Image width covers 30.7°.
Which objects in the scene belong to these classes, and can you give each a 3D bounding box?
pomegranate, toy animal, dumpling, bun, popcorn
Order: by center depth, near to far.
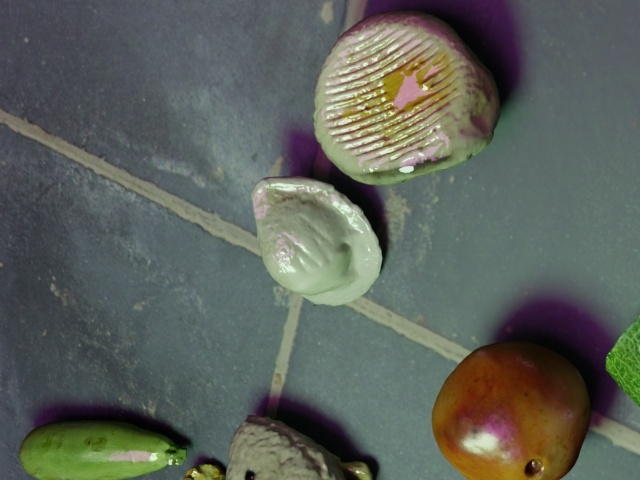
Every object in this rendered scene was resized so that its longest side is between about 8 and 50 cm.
[{"bbox_3d":[0.110,-0.173,1.507,0.243,0.153,0.244,-1,88,27],"label":"bun"},{"bbox_3d":[0.247,0.235,1.530,0.209,0.209,0.209,13,114,30],"label":"pomegranate"},{"bbox_3d":[-0.002,-0.003,1.666,0.166,0.126,0.216,-21,92,22],"label":"dumpling"},{"bbox_3d":[-0.035,0.452,1.814,0.226,0.188,0.359,-4,106,41],"label":"toy animal"},{"bbox_3d":[-0.195,0.420,1.981,0.082,0.083,0.057,7,141,9],"label":"popcorn"}]

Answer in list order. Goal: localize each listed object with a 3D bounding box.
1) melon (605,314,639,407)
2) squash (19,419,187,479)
[{"bbox_3d":[0.513,0.186,1.383,0.323,0.124,0.196,41,133,17],"label":"melon"},{"bbox_3d":[-0.396,0.375,2.075,0.370,0.118,0.118,-8,103,35],"label":"squash"}]
